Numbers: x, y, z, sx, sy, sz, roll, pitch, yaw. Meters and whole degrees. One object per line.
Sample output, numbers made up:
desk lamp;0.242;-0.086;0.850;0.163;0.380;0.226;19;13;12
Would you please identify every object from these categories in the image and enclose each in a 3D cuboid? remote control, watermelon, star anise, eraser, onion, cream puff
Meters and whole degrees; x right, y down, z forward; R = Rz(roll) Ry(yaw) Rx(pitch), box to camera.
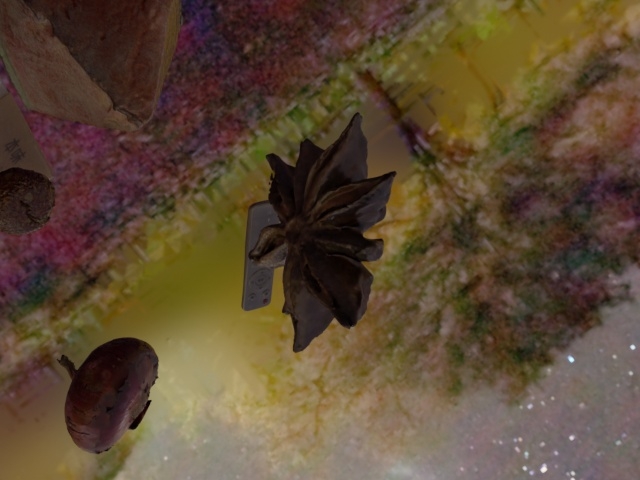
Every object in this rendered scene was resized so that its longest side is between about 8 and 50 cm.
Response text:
remote control;-0.090;0.022;1.022;0.049;0.027;0.184;-12;126;-31
watermelon;-0.326;-0.273;1.038;0.282;0.293;0.250;-14;178;-18
star anise;0.000;0.000;0.579;0.065;0.183;0.195;13;163;-37
eraser;-0.716;-0.225;1.545;0.144;0.078;0.343;-47;156;-25
onion;-0.286;0.182;0.892;0.150;0.140;0.150;22;90;-78
cream puff;-0.593;-0.073;1.400;0.149;0.084;0.149;-31;141;-29
